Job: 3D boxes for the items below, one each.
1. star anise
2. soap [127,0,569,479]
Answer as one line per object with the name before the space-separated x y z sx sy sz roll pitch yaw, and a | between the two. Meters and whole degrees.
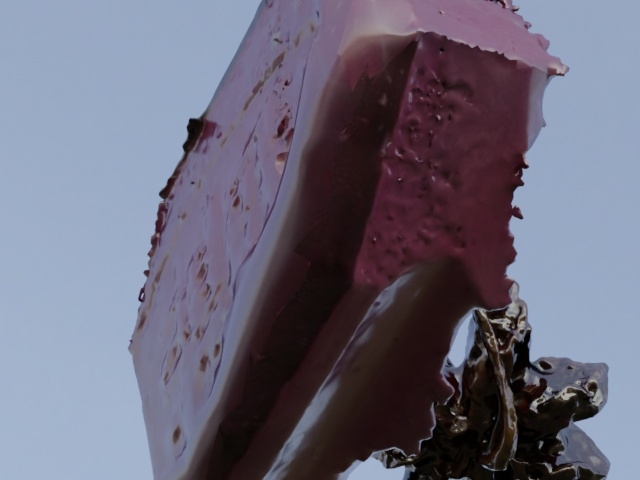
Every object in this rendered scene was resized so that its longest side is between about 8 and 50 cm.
star anise | 0.127 0.148 1.417 0.220 0.126 0.190 39 -66 -12
soap | 0.000 0.000 0.983 0.127 0.220 0.325 13 -57 -24
